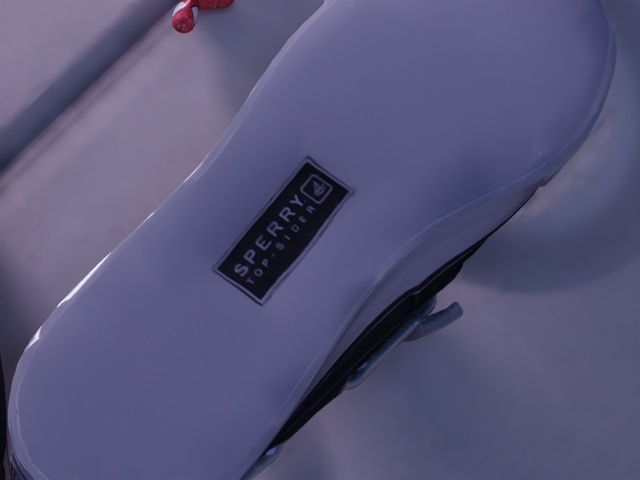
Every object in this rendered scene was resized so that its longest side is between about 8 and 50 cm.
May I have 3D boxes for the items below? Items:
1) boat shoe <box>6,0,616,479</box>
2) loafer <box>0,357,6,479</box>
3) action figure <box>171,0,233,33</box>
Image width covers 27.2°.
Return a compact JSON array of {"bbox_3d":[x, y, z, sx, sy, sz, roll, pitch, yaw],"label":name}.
[{"bbox_3d":[0.003,0.003,0.508,0.113,0.105,0.306,35,62,5],"label":"boat shoe"},{"bbox_3d":[-0.155,0.081,0.436,0.109,0.095,0.302,7,62,-24],"label":"loafer"},{"bbox_3d":[-0.040,-0.141,0.569,0.038,0.030,0.115,22,79,-9],"label":"action figure"}]
